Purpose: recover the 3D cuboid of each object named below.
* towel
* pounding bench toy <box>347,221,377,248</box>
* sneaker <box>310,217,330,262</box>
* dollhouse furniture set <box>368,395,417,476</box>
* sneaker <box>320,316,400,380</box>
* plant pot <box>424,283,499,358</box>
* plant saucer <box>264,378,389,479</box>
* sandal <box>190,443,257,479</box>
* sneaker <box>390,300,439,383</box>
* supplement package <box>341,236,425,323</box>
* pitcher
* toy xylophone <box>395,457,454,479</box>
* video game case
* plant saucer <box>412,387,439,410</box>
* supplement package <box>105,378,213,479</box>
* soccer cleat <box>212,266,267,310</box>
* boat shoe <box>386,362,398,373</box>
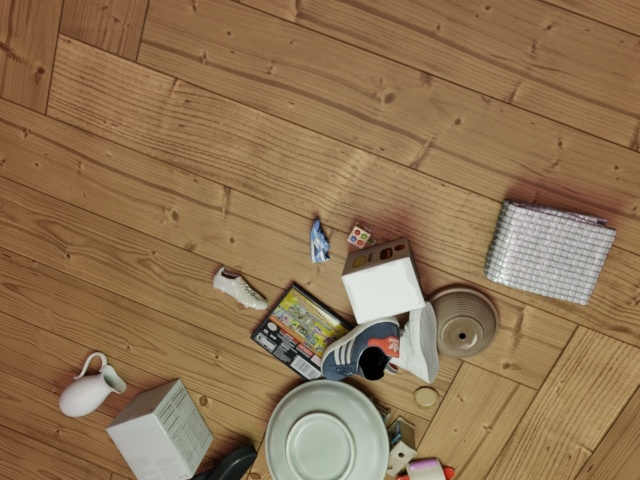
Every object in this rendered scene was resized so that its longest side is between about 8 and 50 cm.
[{"bbox_3d":[0.619,0.023,1.254,0.283,0.121,0.235,13,106,7],"label":"towel"},{"bbox_3d":[0.128,-0.007,1.345,0.083,0.065,0.052,30,108,-1],"label":"pounding bench toy"},{"bbox_3d":[0.000,0.000,1.375,0.059,0.053,0.144,1,114,9],"label":"sneaker"},{"bbox_3d":[0.198,0.634,1.482,0.183,0.129,0.129,35,108,-3],"label":"dollhouse furniture set"},{"bbox_3d":[0.110,0.359,1.336,0.131,0.148,0.350,15,134,-23],"label":"sneaker"},{"bbox_3d":[0.415,0.259,1.355,0.237,0.110,0.237,2,106,7],"label":"plant pot"},{"bbox_3d":[0.007,0.634,1.396,0.400,0.100,0.401,-4,75,13],"label":"plant saucer"},{"bbox_3d":[-0.376,0.852,1.636,0.446,0.167,0.107,-52,56,20],"label":"sandal"},{"bbox_3d":[0.250,0.283,1.342,0.169,0.108,0.293,16,130,38],"label":"sneaker"},{"bbox_3d":[0.179,0.107,1.298,0.194,0.203,0.149,-17,103,12],"label":"supplement package"},{"bbox_3d":[-0.824,0.512,1.621,0.207,0.125,0.178,-32,78,5],"label":"pitcher"},{"bbox_3d":[0.341,0.900,1.543,0.236,0.081,0.323,-2,104,-5],"label":"toy xylophone"},{"bbox_3d":[-0.051,0.308,1.478,0.275,0.035,0.248,38,108,-2],"label":"video game case"},{"bbox_3d":[0.343,0.514,1.486,0.083,0.015,0.083,2,107,8],"label":"plant saucer"},{"bbox_3d":[-0.542,0.664,1.568,0.199,0.198,0.263,-23,101,15],"label":"supplement package"},{"bbox_3d":[-0.252,0.155,1.451,0.196,0.068,0.076,27,105,3],"label":"soccer cleat"},{"bbox_3d":[0.201,0.369,1.452,0.137,0.049,0.043,45,105,0],"label":"boat shoe"}]
